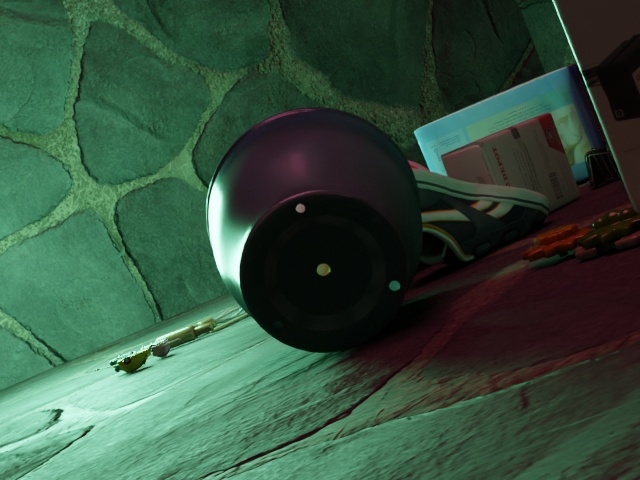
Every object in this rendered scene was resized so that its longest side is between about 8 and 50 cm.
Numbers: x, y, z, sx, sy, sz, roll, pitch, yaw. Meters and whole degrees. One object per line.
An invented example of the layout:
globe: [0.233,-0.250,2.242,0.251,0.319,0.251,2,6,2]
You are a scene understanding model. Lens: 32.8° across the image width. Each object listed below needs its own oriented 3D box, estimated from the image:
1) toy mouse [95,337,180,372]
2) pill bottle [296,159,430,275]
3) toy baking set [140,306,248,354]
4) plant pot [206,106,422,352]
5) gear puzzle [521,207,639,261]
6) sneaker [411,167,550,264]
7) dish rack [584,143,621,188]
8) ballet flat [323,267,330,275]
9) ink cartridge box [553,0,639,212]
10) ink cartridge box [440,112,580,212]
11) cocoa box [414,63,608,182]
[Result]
toy mouse: [-0.333,0.217,2.030,0.161,0.031,0.143,-22,2,-6]
pill bottle: [0.056,-0.010,1.746,0.181,0.181,0.323,-20,3,45]
toy baking set: [-0.244,0.175,2.207,0.256,0.030,0.197,-21,2,22]
plant pot: [0.000,0.000,1.256,0.271,0.271,0.255,-22,16,2]
gear puzzle: [0.356,-0.037,1.137,0.339,0.044,0.175,-20,3,44]
sneaker: [0.206,-0.023,1.597,0.321,0.127,0.126,7,-9,-33]
dish rack: [0.572,-0.159,1.824,0.208,0.074,0.271,-23,4,-5]
ballet flat: [0.026,0.071,1.554,0.077,0.077,0.231,-40,-6,30]
ink cartridge box: [0.412,-0.206,1.304,0.129,0.307,0.223,-20,2,36]
ink cartridge box: [0.319,-0.106,1.812,0.092,0.158,0.218,-18,4,46]
cocoa box: [0.412,-0.199,2.278,0.347,0.231,0.228,-21,2,21]
